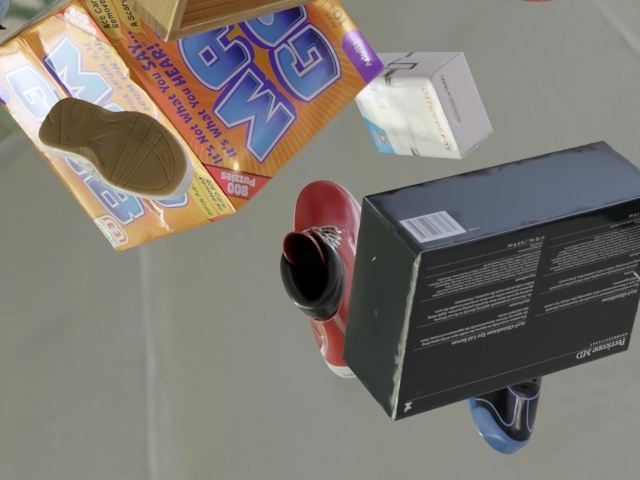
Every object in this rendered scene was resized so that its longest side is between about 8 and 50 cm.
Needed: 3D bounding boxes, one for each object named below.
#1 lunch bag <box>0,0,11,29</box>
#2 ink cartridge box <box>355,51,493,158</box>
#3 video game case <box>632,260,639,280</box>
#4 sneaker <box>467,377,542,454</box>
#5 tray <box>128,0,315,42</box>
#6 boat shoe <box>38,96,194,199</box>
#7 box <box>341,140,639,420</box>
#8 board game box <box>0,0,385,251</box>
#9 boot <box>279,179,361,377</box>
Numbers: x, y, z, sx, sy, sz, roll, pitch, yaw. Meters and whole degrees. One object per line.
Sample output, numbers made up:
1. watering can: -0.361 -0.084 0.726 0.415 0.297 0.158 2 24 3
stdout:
1. lunch bag: -0.465 -0.426 2.290 0.243 0.115 0.303 -129 -119 -85
2. ink cartridge box: 0.156 -0.214 2.558 0.086 0.148 0.203 -39 -152 -29
3. video game case: 0.377 -0.057 1.363 0.248 0.035 0.275 -45 170 15
4. sneaker: 0.209 0.109 1.748 0.090 0.081 0.232 -33 -128 49
5. tray: 0.001 -0.347 1.677 0.411 0.076 0.203 -23 147 -40
6. boat shoe: -0.238 -0.106 2.041 0.277 0.096 0.098 27 -100 43
7. box: 0.161 0.033 1.446 0.261 0.184 0.103 -13 -143 -26
8. board game box: -0.206 -0.251 2.358 0.356 0.356 0.356 -46 -163 -32
9. boot: 0.000 0.000 1.701 0.088 0.176 0.244 -19 -130 10
